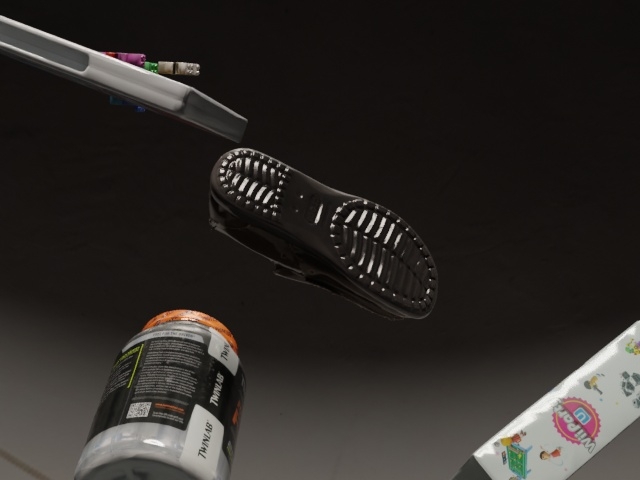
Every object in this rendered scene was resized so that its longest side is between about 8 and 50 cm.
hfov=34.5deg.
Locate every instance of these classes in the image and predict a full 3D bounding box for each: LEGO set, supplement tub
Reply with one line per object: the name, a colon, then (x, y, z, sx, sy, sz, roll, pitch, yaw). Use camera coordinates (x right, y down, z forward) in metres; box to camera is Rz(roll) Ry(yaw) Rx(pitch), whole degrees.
LEGO set: (-0.253, -0.248, 1.650, 0.093, 0.227, 0.087, 7, 98, 24)
supplement tub: (-0.219, 0.261, 1.489, 0.207, 0.338, 0.207, 2, 122, 3)

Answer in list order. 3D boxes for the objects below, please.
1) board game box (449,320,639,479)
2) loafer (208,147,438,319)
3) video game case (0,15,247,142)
board game box: (0.295, 0.254, 1.317, 0.303, 0.224, 0.097, -32, 72, -24)
loafer: (0.000, 0.000, 1.447, 0.365, 0.130, 0.134, 32, 56, -10)
video game case: (-0.211, -0.146, 0.827, 0.285, 0.204, 0.025, 21, 93, 7)
